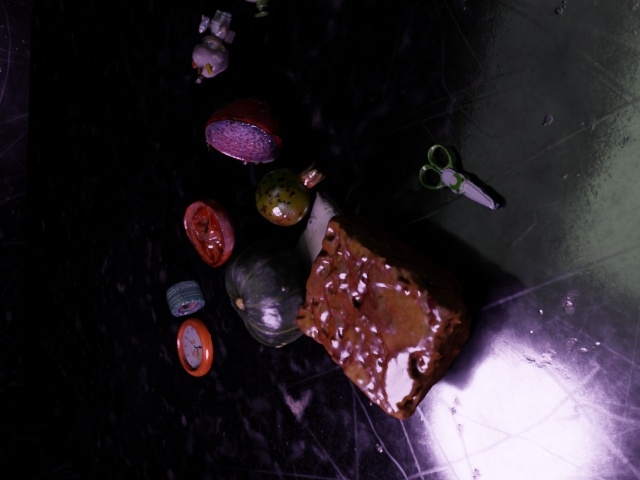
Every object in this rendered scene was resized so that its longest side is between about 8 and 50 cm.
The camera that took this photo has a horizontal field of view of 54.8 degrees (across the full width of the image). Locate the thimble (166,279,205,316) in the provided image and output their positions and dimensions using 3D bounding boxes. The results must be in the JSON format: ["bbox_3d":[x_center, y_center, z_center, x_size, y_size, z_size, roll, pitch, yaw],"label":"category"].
[{"bbox_3d":[-0.464,0.197,2.121,0.090,0.118,0.135,69,152,20],"label":"thimble"}]

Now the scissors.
[{"bbox_3d":[0.296,-0.122,1.316,0.204,0.027,0.101,44,127,36],"label":"scissors"}]

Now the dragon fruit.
[{"bbox_3d":[-0.201,-0.326,1.722,0.224,0.218,0.148,135,150,-65],"label":"dragon fruit"}]

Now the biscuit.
[{"bbox_3d":[0.141,0.162,1.425,0.395,0.166,0.343,40,122,34],"label":"biscuit"}]

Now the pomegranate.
[{"bbox_3d":[-0.081,-0.127,1.640,0.205,0.159,0.159,-38,66,15],"label":"pomegranate"}]

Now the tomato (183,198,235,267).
[{"bbox_3d":[-0.334,-0.034,1.961,0.227,0.101,0.228,22,121,44],"label":"tomato"}]

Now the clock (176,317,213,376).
[{"bbox_3d":[-0.439,0.374,2.168,0.205,0.051,0.206,7,100,47],"label":"clock"}]

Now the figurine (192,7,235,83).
[{"bbox_3d":[-0.322,-0.579,1.857,0.137,0.112,0.229,27,103,33],"label":"figurine"}]

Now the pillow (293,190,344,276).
[{"bbox_3d":[0.000,0.000,1.639,0.148,0.050,0.230,54,134,35],"label":"pillow"}]

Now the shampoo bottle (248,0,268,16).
[{"bbox_3d":[-0.167,-0.729,1.676,0.118,0.087,0.235,-1,96,48],"label":"shampoo bottle"}]

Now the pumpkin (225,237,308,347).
[{"bbox_3d":[-0.134,0.138,1.686,0.300,0.207,0.300,40,140,45],"label":"pumpkin"}]
